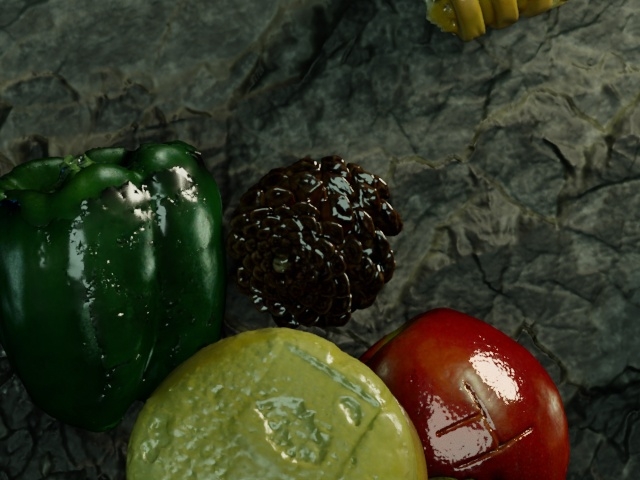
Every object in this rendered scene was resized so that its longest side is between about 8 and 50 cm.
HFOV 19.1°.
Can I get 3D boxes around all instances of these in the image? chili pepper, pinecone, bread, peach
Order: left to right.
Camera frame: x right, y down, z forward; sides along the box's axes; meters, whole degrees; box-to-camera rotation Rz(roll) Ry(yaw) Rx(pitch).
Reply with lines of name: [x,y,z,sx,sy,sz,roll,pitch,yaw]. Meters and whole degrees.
chili pepper: [-0.201,0.038,1.784,0.233,0.248,0.256,-10,103,-11]
bread: [-0.040,0.209,1.674,0.270,0.148,0.269,-1,76,2]
pinecone: [0.004,-0.007,1.812,0.163,0.165,0.162,12,119,22]
peach: [0.130,0.182,1.809,0.190,0.196,0.226,-39,90,36]
bread: [0.174,-0.267,1.833,0.177,0.084,0.119,-21,94,-2]
